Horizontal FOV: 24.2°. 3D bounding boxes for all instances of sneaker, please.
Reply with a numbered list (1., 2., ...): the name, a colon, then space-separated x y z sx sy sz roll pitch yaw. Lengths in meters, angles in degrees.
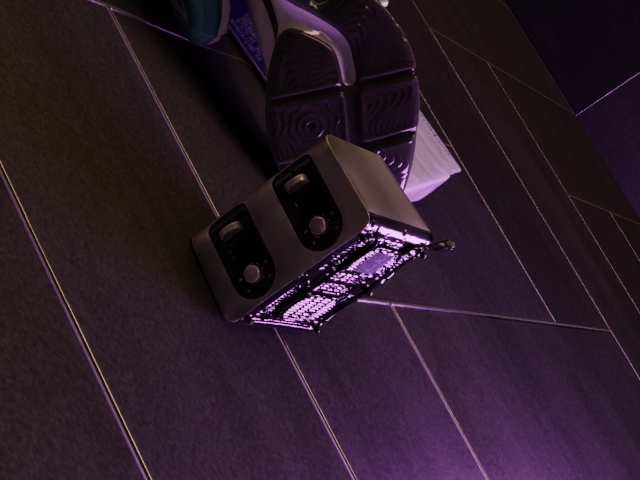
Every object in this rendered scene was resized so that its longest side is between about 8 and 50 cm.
1. sneaker: -0.006 -0.246 1.671 0.257 0.169 0.447 -113 -169 -72
2. sneaker: -0.187 -0.331 1.619 0.110 0.107 0.275 -25 87 -38

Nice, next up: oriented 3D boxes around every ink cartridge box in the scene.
1. ink cartridge box: 0.030 -0.187 1.908 0.324 0.071 0.330 55 18 6

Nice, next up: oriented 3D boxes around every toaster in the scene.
1. toaster: 0.000 0.000 1.366 0.186 0.168 0.110 14 44 -62

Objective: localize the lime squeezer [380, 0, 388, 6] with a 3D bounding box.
1. lime squeezer: 0.016 -0.344 1.766 0.059 0.110 0.310 8 11 -19
